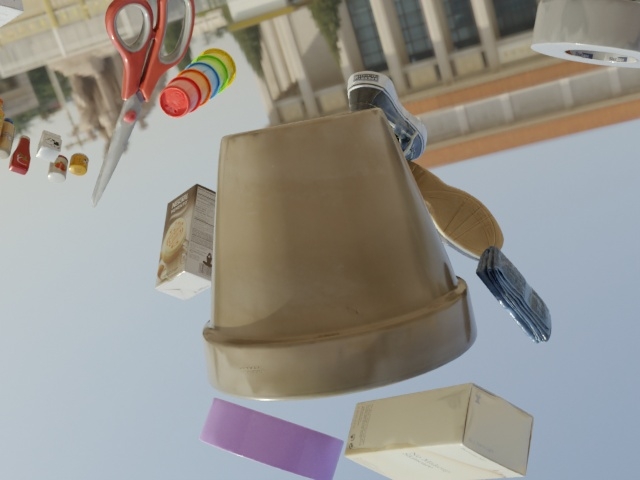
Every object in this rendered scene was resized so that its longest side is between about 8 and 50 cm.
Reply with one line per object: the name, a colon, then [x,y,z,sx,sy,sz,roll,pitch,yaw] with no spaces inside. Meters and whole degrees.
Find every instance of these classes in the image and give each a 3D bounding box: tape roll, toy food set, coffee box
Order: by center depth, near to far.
tape roll: [0.442,-0.321,1.334,0.219,0.072,0.219,9,-174,-1]
tape roll: [-0.096,0.394,1.695,0.275,0.275,0.090,4,-109,49]
toy food set: [-0.620,-0.211,1.864,0.111,0.232,0.104,-45,-143,40]
coffee box: [-0.320,0.005,2.128,0.141,0.098,0.246,-28,-131,41]

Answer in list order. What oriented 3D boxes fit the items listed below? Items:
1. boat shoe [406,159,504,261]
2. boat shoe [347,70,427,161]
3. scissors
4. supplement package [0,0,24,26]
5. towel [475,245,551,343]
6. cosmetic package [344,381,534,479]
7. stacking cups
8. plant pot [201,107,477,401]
boat shoe: [0.235,-0.049,1.665,0.103,0.092,0.285,-42,-118,-19]
boat shoe: [0.126,-0.198,1.605,0.113,0.104,0.306,1,162,17]
scissors: [-0.216,-0.166,1.037,0.109,0.297,0.021,-13,-138,-35]
supplement package: [-0.584,-0.407,1.200,0.145,0.204,0.262,-20,173,28]
towel: [0.233,0.062,1.020,0.029,0.119,0.067,-35,-167,29]
cosmetic package: [0.203,0.348,1.522,0.309,0.160,0.113,-24,-137,51]
stacking cups: [-0.251,-0.326,1.762,0.096,0.096,0.316,-14,-162,12]
plant pot: [0.000,0.000,0.999,0.323,0.280,0.323,-11,-171,2]
